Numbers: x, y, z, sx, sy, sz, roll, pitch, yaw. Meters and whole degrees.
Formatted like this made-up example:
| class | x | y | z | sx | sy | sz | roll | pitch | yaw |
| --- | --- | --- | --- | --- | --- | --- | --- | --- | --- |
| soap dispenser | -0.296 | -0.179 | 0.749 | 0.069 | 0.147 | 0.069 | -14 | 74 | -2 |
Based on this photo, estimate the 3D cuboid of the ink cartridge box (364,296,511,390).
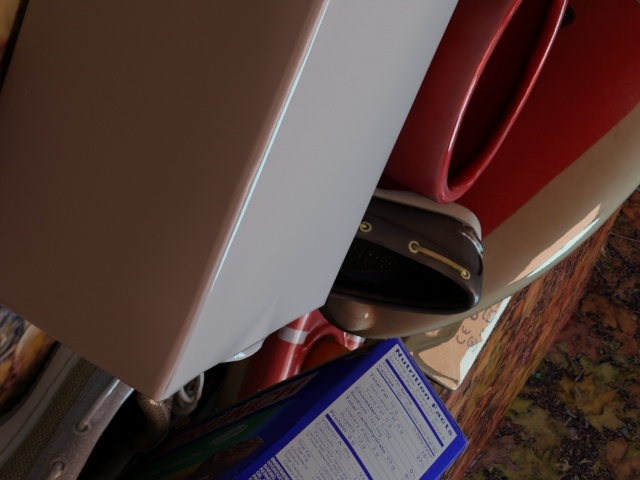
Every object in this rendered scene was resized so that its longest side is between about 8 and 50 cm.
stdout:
| class | x | y | z | sx | sy | sz | roll | pitch | yaw |
| --- | --- | --- | --- | --- | --- | --- | --- | --- | --- |
| ink cartridge box | 0.116 | 0.010 | 1.340 | 0.235 | 0.088 | 0.193 | -60 | -151 | -6 |

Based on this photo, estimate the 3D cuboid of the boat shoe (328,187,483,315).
| class | x | y | z | sx | sy | sz | roll | pitch | yaw |
| --- | --- | --- | --- | --- | --- | --- | --- | --- | --- |
| boat shoe | 0.000 | 0.000 | 0.903 | 0.069 | 0.227 | 0.081 | -89 | -169 | -46 |

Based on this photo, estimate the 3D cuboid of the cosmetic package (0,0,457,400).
| class | x | y | z | sx | sy | sz | roll | pitch | yaw |
| --- | --- | --- | --- | --- | --- | --- | --- | --- | --- |
| cosmetic package | -0.030 | -0.131 | 0.711 | 0.385 | 0.156 | 0.217 | -65 | 163 | 19 |

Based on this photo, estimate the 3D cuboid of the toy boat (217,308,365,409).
| class | x | y | z | sx | sy | sz | roll | pitch | yaw |
| --- | --- | --- | --- | --- | --- | --- | --- | --- | --- |
| toy boat | 0.011 | 0.121 | 1.214 | 0.151 | 0.151 | 0.231 | 3 | 108 | -58 |

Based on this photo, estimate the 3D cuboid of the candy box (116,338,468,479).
| class | x | y | z | sx | sy | sz | roll | pitch | yaw |
| --- | --- | --- | --- | --- | --- | --- | --- | --- | --- |
| candy box | -0.076 | 0.215 | 1.006 | 0.268 | 0.122 | 0.317 | -29 | -178 | 34 |

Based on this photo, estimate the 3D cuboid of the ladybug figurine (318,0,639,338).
| class | x | y | z | sx | sy | sz | roll | pitch | yaw |
| --- | --- | --- | --- | --- | --- | --- | --- | --- | --- |
| ladybug figurine | 0.130 | -0.096 | 1.113 | 0.449 | 0.305 | 0.162 | -50 | 119 | -38 |

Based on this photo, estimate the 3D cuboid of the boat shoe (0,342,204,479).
| class | x | y | z | sx | sy | sz | roll | pitch | yaw |
| --- | --- | --- | --- | --- | --- | --- | --- | --- | --- |
| boat shoe | -0.151 | 0.136 | 0.891 | 0.320 | 0.103 | 0.118 | -46 | 159 | -41 |

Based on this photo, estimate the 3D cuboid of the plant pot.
| class | x | y | z | sx | sy | sz | roll | pitch | yaw |
| --- | --- | --- | --- | --- | --- | --- | --- | --- | --- |
| plant pot | 0.055 | -0.146 | 0.900 | 0.191 | 0.174 | 0.191 | -52 | 162 | -25 |

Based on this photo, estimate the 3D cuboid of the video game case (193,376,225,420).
| class | x | y | z | sx | sy | sz | roll | pitch | yaw |
| --- | --- | --- | --- | --- | --- | --- | --- | --- | --- |
| video game case | -0.066 | 0.155 | 1.336 | 0.173 | 0.022 | 0.190 | -55 | 163 | -19 |
